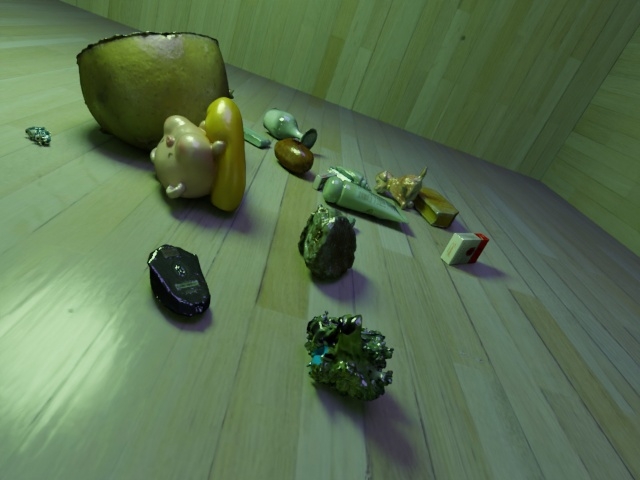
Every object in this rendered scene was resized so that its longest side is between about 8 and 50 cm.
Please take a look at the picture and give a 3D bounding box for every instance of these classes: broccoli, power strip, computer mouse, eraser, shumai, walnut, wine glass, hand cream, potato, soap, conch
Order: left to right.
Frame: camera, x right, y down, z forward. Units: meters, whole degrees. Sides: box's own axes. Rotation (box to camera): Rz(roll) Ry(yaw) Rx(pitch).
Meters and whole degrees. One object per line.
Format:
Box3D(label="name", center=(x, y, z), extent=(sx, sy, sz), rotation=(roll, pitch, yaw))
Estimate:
Box3D(label="potato", center=(-0.487, -0.419, 1.305), extent=(0.442, 0.319, 0.385), rotation=(-20, 7, -42))
Box3D(label="computer mouse", center=(-0.264, 0.080, 0.777), extent=(0.099, 0.057, 0.172), rotation=(-5, 49, -46))
Box3D(label="wine glass", center=(-0.137, -0.491, 1.860), extent=(0.241, 0.126, 0.126), rotation=(38, 30, 23))
Box3D(label="walnut", center=(-0.106, -0.327, 1.593), extent=(0.115, 0.116, 0.207), rotation=(-8, 38, -45))
Box3D(label="shumai", center=(-0.003, 0.003, 1.038), extent=(0.142, 0.184, 0.184), rotation=(9, 17, 32))
Box3D(label="eraser", center=(0.017, -0.221, 1.549), extent=(0.029, 0.052, 0.122), rotation=(34, 28, 19))
Box3D(label="power strip", center=(0.079, -0.233, 1.615), extent=(0.123, 0.032, 0.056), rotation=(39, -8, 31))
Box3D(label="broccoli", center=(0.047, 0.181, 0.709), extent=(0.154, 0.160, 0.167), rotation=(-8, 41, 1))
Box3D(label="conch", center=(0.126, -0.239, 1.655), extent=(0.180, 0.065, 0.088), rotation=(33, 37, 10))
Box3D(label="hand cream", center=(0.159, -0.137, 1.459), extent=(0.305, 0.093, 0.147), rotation=(18, 21, -12))
Box3D(label="soap", center=(0.460, -0.136, 1.704), extent=(0.140, 0.073, 0.232), rotation=(5, 32, -22))

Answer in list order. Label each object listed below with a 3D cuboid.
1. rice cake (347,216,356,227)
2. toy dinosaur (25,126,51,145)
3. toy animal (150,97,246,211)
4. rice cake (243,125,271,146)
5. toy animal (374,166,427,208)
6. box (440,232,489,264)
Box3D(label="rice cake", center=(0.064, -0.028, 1.245), extent=(0.033, 0.033, 0.207), rotation=(25, 27, 10))
Box3D(label="toy dinosaur", center=(-0.744, -0.280, 1.108), extent=(0.083, 0.031, 0.047), rotation=(36, 27, 26))
Box3D(label="toy animal", center=(-0.333, -0.250, 1.128), extent=(0.246, 0.278, 0.345), rotation=(-2, 36, -15))
Box3D(label="rice cake", center=(-0.312, -0.445, 1.734), extent=(0.221, 0.042, 0.080), rotation=(29, 29, 15))
Box3D(label="toy animal", center=(0.316, -0.247, 1.683), extent=(0.185, 0.184, 0.104), rotation=(40, 24, 32))
Box3D(label="box", center=(0.476, 0.027, 1.381), extent=(0.152, 0.100, 0.048), rotation=(1, 36, -35))
